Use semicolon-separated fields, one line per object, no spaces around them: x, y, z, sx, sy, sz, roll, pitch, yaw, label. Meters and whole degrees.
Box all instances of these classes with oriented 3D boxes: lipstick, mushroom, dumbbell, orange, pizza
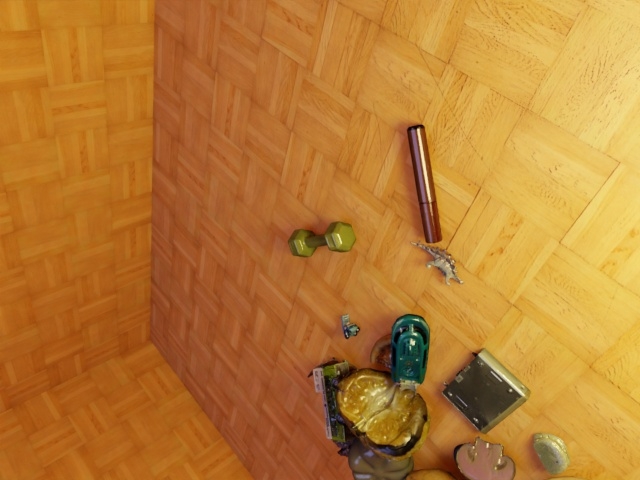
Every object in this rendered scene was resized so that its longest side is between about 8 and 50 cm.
0.314;-0.166;1.471;0.057;0.057;0.356;3;112;48;lipstick
0.554;0.751;1.638;0.188;0.141;0.117;9;147;30;mushroom
0.000;0.000;1.871;0.302;0.108;0.121;-8;103;50;dumbbell
0.237;0.650;1.844;0.369;0.271;0.210;37;161;33;orange
0.268;0.416;1.830;0.271;0.056;0.134;-28;79;52;pizza

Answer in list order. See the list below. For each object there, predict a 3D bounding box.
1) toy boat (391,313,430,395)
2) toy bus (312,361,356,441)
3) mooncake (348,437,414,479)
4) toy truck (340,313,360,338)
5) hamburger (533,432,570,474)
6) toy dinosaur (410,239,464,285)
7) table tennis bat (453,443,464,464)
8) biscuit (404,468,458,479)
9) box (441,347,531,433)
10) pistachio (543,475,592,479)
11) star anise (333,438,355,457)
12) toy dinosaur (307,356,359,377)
0.311;0.398;1.693;0.134;0.092;0.298;0;118;7;toy boat
0.064;0.652;1.995;0.139;0.113;0.301;-17;76;38;toy bus
0.242;0.889;1.974;0.275;0.135;0.275;5;115;10;mooncake
0.112;0.344;1.976;0.090;0.056;0.073;60;149;26;toy truck
0.696;0.632;1.466;0.121;0.054;0.084;61;143;16;hamburger
0.370;0.062;1.537;0.209;0.039;0.082;40;133;13;toy dinosaur
0.570;0.824;1.733;0.236;0.027;0.150;45;137;27;table tennis bat
0.447;0.971;1.827;0.296;0.102;0.296;16;132;18;biscuit
0.523;0.490;1.591;0.211;0.045;0.270;45;137;21;box
0.738;0.769;1.385;0.299;0.187;0.187;-24;91;44;pistachio
0.152;0.886;2.164;0.332;0.118;0.331;22;126;34;star anise
0.115;0.623;2.071;0.327;0.113;0.206;46;138;19;toy dinosaur
